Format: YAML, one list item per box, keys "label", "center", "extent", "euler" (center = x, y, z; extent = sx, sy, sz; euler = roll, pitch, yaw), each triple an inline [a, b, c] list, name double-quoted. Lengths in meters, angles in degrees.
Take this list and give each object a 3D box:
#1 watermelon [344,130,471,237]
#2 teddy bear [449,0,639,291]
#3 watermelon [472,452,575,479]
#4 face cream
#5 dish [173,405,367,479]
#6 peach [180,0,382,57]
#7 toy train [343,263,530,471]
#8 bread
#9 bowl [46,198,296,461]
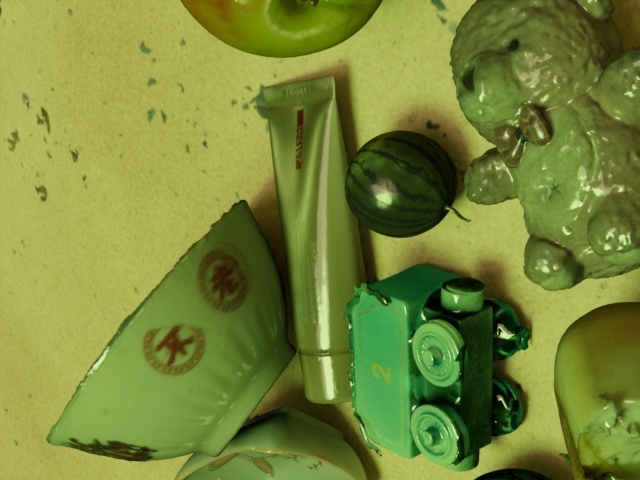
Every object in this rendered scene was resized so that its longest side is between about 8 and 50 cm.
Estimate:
- label: "watermelon"
  center: [0.088, -0.049, 1.184]
  extent: [0.133, 0.105, 0.105]
  euler: [25, 122, 21]
- label: "teddy bear"
  center: [0.206, -0.095, 1.024]
  extent: [0.236, 0.151, 0.267]
  euler: [-29, 90, 52]
- label: "watermelon"
  center: [0.195, 0.282, 1.187]
  extent: [0.141, 0.140, 0.187]
  euler: [46, 128, 20]
- label: "face cream"
  center: [0.000, 0.000, 1.310]
  extent: [0.137, 0.084, 0.341]
  euler: [1, 101, 57]
- label: "dish"
  center: [-0.055, 0.257, 1.429]
  extent: [0.212, 0.151, 0.077]
  euler: [-29, 42, 46]
- label: "peach"
  center: [-0.039, -0.284, 1.126]
  extent: [0.231, 0.231, 0.231]
  euler: [18, 117, 38]
- label: "toy train"
  center: [0.112, 0.127, 1.229]
  extent: [0.163, 0.112, 0.203]
  euler: [19, 118, 44]
- label: "bread"
  center: [0.292, 0.208, 0.987]
  extent: [0.160, 0.333, 0.333]
  euler: [-14, 98, 6]
- label: "bowl"
  center: [-0.129, 0.131, 1.339]
  extent: [0.157, 0.337, 0.337]
  euler: [38, 131, 1]
